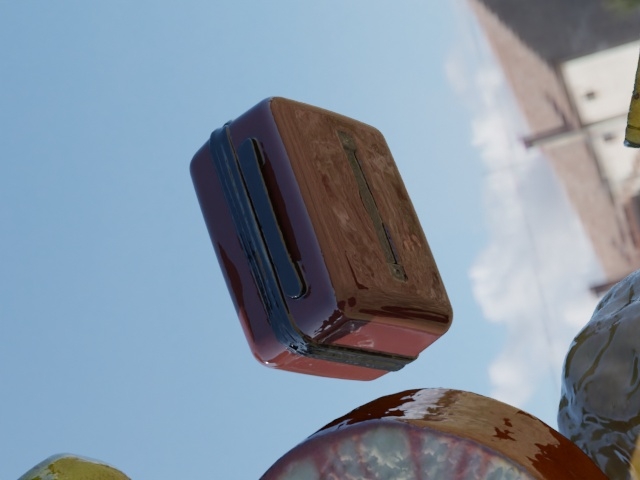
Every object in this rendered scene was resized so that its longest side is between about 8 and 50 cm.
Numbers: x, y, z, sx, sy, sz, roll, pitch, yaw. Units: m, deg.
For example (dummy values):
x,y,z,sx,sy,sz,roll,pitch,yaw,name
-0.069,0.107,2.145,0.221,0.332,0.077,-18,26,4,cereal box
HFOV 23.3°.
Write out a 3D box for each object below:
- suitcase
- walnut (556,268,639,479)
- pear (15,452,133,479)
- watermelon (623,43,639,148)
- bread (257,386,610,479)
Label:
x,y,z,sx,sy,sz,roll,pitch,yaw,name
0.000,0.000,1.713,0.236,0.161,0.297,12,-129,-48,suitcase
0.374,0.140,1.275,0.306,0.344,0.306,8,-105,-34,walnut
-0.280,0.342,1.769,0.198,0.198,0.198,-16,-90,-75,pear
0.373,-0.171,1.666,0.092,0.075,0.181,56,-135,-66,watermelon
0.074,0.268,1.156,0.295,0.327,0.114,48,-158,8,bread
